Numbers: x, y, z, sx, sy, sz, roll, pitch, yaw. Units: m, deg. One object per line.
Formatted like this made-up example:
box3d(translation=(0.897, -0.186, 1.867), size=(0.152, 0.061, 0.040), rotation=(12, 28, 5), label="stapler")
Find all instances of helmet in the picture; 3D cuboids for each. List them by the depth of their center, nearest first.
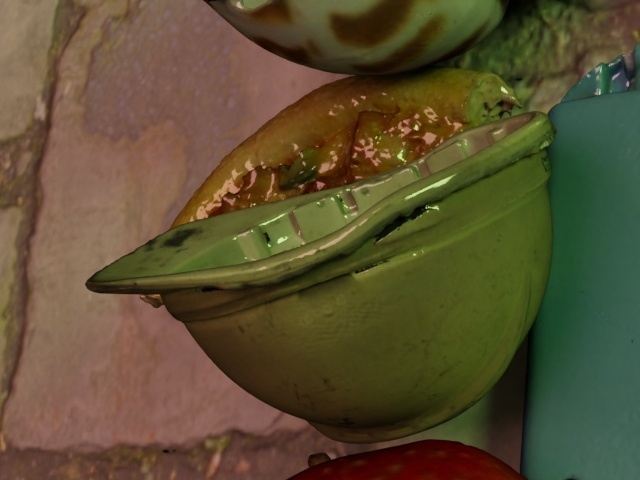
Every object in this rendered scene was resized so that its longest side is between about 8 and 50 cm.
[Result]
box3d(translation=(0.020, 0.038, 0.934), size=(0.257, 0.204, 0.137), rotation=(-18, 98, 21), label="helmet")

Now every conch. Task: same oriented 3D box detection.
box3d(translation=(0.067, -0.181, 1.025), size=(0.275, 0.149, 0.183), rotation=(-23, 44, 20), label="conch")

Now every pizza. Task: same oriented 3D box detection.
box3d(translation=(0.000, 0.000, 1.074), size=(0.292, 0.058, 0.197), rotation=(-27, 60, 28), label="pizza")

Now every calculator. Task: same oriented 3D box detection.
box3d(translation=(0.188, 0.027, 0.922), size=(0.173, 0.051, 0.293), rotation=(-5, 71, 36), label="calculator")

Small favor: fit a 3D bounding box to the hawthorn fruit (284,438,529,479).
box3d(translation=(0.047, 0.197, 0.882), size=(0.215, 0.215, 0.250), rotation=(-44, 40, 17), label="hawthorn fruit")
